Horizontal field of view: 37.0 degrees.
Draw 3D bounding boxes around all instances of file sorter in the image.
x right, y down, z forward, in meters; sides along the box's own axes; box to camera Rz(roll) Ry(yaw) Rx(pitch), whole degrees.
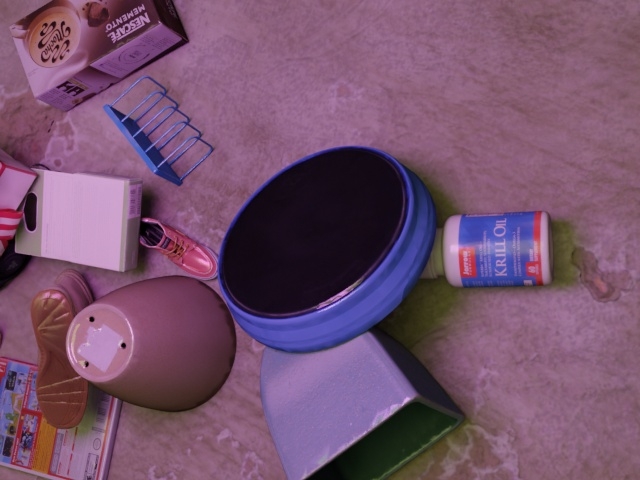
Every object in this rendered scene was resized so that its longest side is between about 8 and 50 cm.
[{"bbox_3d":[-0.300,-0.208,1.797,0.104,0.118,0.170,-41,74,6],"label":"file sorter"}]

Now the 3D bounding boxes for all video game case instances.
[{"bbox_3d":[-0.526,0.353,1.854,0.285,0.025,0.204,10,87,18],"label":"video game case"}]

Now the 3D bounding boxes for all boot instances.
[{"bbox_3d":[-0.469,0.196,1.774,0.095,0.203,0.262,-7,102,-3],"label":"boot"}]

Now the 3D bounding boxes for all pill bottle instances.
[{"bbox_3d":[0.270,0.017,1.589,0.221,0.124,0.124,-3,83,17],"label":"pill bottle"}]

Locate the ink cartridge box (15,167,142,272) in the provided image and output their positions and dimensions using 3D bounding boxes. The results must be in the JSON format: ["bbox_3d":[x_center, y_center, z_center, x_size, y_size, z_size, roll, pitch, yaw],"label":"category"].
[{"bbox_3d":[-0.448,-0.044,1.767,0.235,0.056,0.171,9,102,19],"label":"ink cartridge box"}]

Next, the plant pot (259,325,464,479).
[{"bbox_3d":[0.041,0.248,1.583,0.247,0.248,0.252,-39,59,10],"label":"plant pot"}]

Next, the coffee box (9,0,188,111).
[{"bbox_3d":[-0.430,-0.400,1.857,0.297,0.119,0.168,-26,76,13],"label":"coffee box"}]

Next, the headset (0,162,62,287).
[{"bbox_3d":[-0.635,-0.040,1.896,0.394,0.185,0.244,-28,80,28],"label":"headset"}]

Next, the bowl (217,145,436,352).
[{"bbox_3d":[0.000,0.000,1.593,0.391,0.077,0.391,-19,45,20],"label":"bowl"}]

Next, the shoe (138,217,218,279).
[{"bbox_3d":[-0.270,0.016,1.780,0.178,0.081,0.064,33,94,18],"label":"shoe"}]

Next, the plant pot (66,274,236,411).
[{"bbox_3d":[-0.316,0.181,1.676,0.256,0.274,0.257,-2,84,17],"label":"plant pot"}]

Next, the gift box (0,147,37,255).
[{"bbox_3d":[-0.688,-0.074,1.696,0.258,0.255,0.276,34,102,23],"label":"gift box"}]
